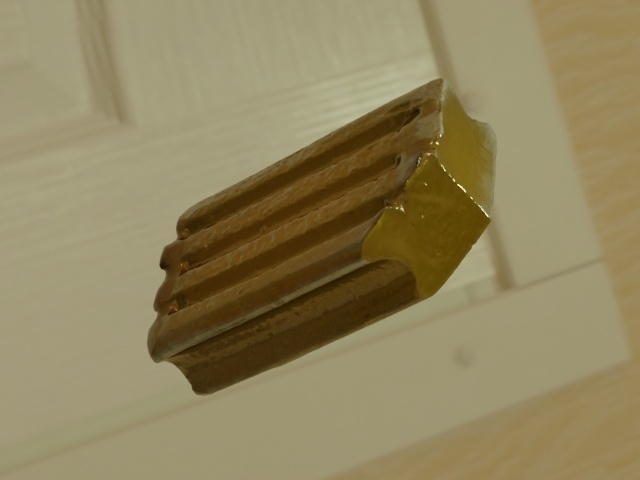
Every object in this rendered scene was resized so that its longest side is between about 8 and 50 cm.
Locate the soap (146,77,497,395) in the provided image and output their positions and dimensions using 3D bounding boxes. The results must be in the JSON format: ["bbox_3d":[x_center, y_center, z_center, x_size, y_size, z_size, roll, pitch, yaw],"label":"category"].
[{"bbox_3d":[0.000,0.000,1.206,0.232,0.073,0.140,-26,-143,31],"label":"soap"}]
